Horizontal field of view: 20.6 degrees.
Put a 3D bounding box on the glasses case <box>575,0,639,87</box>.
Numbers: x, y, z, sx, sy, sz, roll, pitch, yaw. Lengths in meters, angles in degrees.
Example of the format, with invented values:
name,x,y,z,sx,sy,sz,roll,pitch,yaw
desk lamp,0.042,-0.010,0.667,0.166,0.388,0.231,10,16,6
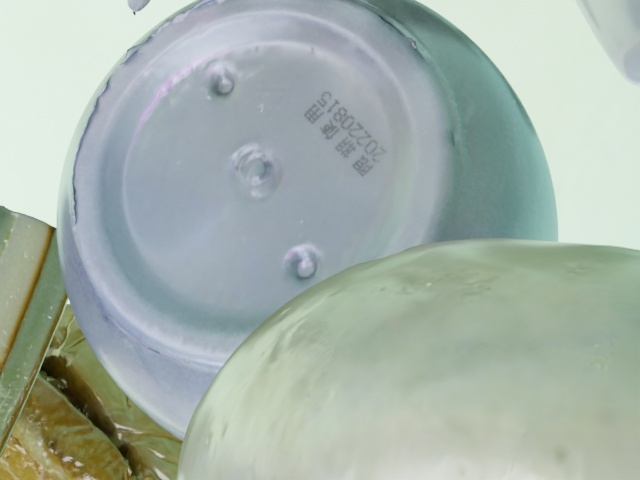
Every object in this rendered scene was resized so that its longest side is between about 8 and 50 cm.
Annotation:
name,x,y,z,sx,sy,sz,roll,pitch,yaw
glasses case,0.236,-0.207,1.348,0.059,0.233,0.092,15,129,-29

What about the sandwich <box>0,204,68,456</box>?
name,x,y,z,sx,sy,sz,roll,pitch,yaw
sandwich,-0.229,0.059,1.179,0.079,0.163,0.113,22,176,-19

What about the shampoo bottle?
name,x,y,z,sx,sy,sz,roll,pitch,yaw
shampoo bottle,0.000,0.000,1.001,0.273,0.273,0.266,2,166,15

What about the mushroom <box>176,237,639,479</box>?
name,x,y,z,sx,sy,sz,roll,pitch,yaw
mushroom,0.081,0.132,0.678,0.315,0.315,0.356,34,123,-24

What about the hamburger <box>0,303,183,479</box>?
name,x,y,z,sx,sy,sz,roll,pitch,yaw
hamburger,-0.209,0.217,1.509,0.318,0.158,0.319,31,133,40

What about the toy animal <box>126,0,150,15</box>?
name,x,y,z,sx,sy,sz,roll,pitch,yaw
toy animal,-0.044,-0.210,0.944,0.131,0.182,0.127,31,161,-29
